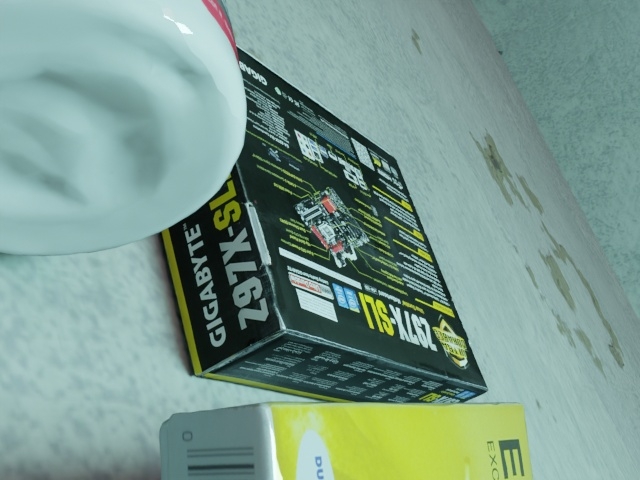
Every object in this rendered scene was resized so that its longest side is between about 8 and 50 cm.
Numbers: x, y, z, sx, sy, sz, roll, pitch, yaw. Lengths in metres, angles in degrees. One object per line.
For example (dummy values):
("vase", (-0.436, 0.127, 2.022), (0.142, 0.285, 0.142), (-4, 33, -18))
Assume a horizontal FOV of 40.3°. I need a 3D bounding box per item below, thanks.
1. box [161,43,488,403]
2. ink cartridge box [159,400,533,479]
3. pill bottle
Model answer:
("box", (0.000, 0.000, 0.700), (0.322, 0.079, 0.257), (24, 43, -54))
("ink cartridge box", (0.061, 0.229, 0.405), (0.307, 0.072, 0.303), (11, 69, -49))
("pill bottle", (-0.146, -0.165, 0.465), (0.176, 0.176, 0.318), (34, 34, -46))
